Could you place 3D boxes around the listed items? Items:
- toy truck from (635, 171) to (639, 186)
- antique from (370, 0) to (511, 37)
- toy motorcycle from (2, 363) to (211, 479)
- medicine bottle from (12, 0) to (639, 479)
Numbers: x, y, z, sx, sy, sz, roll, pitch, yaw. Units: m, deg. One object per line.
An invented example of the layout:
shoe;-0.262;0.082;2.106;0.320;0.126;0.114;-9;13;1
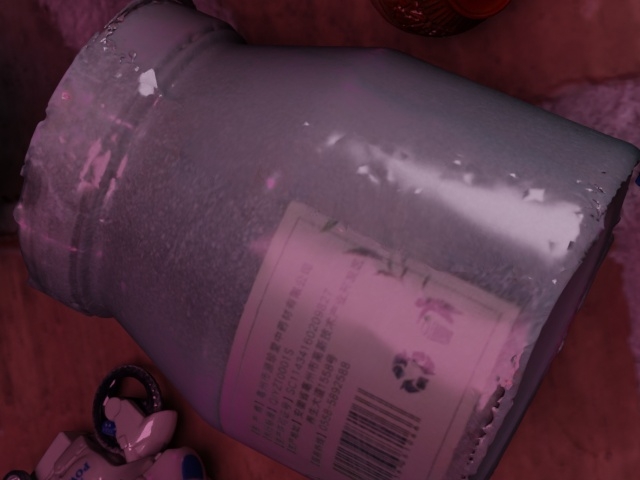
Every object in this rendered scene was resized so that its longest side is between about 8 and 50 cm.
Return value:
toy truck;0.276;-0.081;0.670;0.113;0.126;0.208;36;106;10
antique;0.069;-0.172;0.737;0.104;0.104;0.104;2;97;16
toy motorcycle;-0.153;0.206;0.853;0.150;0.102;0.221;42;104;30
medicine bottle;0.000;0.000;0.704;0.290;0.245;0.245;27;103;14
